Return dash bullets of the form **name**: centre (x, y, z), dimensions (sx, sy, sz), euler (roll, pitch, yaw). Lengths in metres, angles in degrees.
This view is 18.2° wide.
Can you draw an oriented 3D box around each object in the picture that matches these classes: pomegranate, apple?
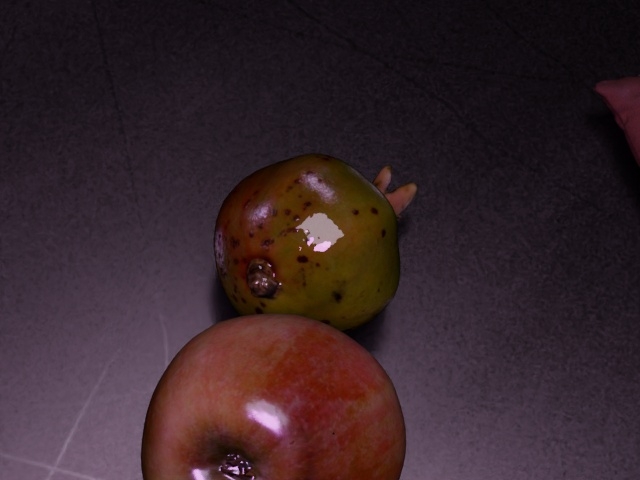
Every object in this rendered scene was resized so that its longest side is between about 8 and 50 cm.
- **pomegranate**: centre (0.007, -0.008, 2.033), dimensions (0.246, 0.198, 0.198), euler (-39, 76, -18)
- **apple**: centre (-0.046, 0.198, 1.900), dimensions (0.257, 0.234, 0.257), euler (1, 98, 9)

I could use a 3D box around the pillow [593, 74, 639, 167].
- **pillow**: centre (0.492, -0.084, 2.151), dimensions (0.308, 0.108, 0.305), euler (-19, 75, -9)
